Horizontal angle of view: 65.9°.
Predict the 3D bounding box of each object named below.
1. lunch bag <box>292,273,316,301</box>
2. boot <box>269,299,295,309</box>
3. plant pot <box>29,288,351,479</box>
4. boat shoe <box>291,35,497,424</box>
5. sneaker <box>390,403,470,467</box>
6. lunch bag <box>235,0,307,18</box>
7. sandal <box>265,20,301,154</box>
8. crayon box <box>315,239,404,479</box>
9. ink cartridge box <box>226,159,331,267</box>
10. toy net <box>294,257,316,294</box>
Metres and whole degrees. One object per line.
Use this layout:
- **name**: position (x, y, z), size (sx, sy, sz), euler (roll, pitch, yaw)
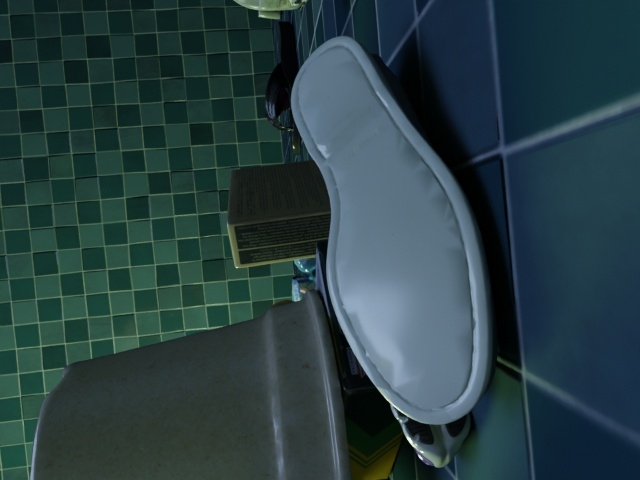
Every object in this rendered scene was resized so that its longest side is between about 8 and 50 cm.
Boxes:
- **lunch bag**: position (-0.026, 0.146, 1.178), size (0.151, 0.096, 0.129), euler (173, 92, -74)
- **boot**: position (-0.024, 0.269, 1.049), size (0.262, 0.095, 0.204), euler (43, 149, 39)
- **plant pot**: position (-0.139, 0.240, 0.585), size (0.334, 0.305, 0.334), euler (175, 90, -83)
- **boat shoe**: position (0.063, -0.024, 0.386), size (0.099, 0.116, 0.320), euler (21, -136, -48)
- **sneaker**: position (0.070, 0.109, 0.425), size (0.071, 0.068, 0.170), euler (83, 176, -48)
- **lunch bag**: position (-0.073, -0.464, 0.577), size (0.305, 0.212, 0.256), euler (97, 167, -65)
- **sandal**: position (-0.118, -0.445, 1.473), size (0.168, 0.106, 0.447), euler (100, 163, -68)
- **crayon box**: position (0.042, 0.176, 0.646), size (0.319, 0.081, 0.202), euler (93, 169, -47)
- **ink cartridge box**: position (-0.056, -0.056, 0.841), size (0.235, 0.193, 0.088), euler (-106, 10, -62)
- **toy net**: position (0.006, 0.083, 1.035), size (0.122, 0.045, 0.232), euler (-42, 50, 27)
